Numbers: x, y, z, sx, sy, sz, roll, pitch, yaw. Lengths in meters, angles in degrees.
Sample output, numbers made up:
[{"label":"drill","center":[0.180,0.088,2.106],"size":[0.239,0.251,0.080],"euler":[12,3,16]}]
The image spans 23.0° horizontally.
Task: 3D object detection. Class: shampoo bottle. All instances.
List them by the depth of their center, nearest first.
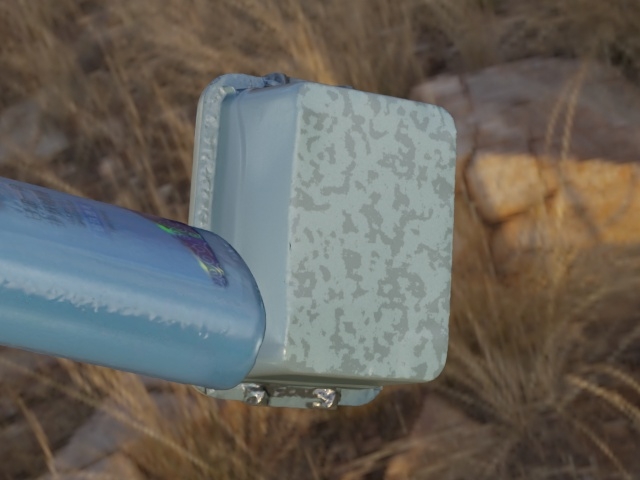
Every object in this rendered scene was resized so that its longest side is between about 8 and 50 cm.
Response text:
[{"label":"shampoo bottle","center":[-0.152,0.003,0.661],"size":[0.258,0.061,0.104],"euler":[15,19,-30]}]

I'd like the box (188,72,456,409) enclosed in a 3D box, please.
[{"label":"box","center":[0.000,0.000,1.054],"size":[0.162,0.226,0.130],"euler":[7,-7,-32]}]
